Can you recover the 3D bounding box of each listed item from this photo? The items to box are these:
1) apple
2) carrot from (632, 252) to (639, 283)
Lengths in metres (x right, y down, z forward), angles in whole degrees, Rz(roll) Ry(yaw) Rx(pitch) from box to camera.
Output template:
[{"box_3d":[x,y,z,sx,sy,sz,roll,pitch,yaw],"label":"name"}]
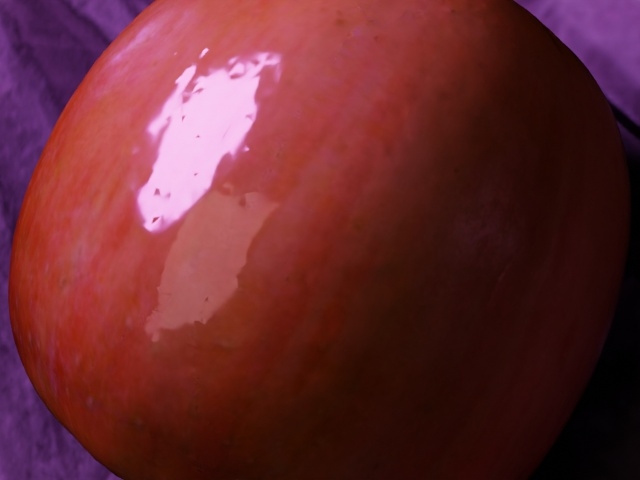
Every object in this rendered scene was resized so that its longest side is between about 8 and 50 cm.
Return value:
[{"box_3d":[0.000,0.000,0.773,0.242,0.242,0.241,33,93,45],"label":"apple"},{"box_3d":[0.177,0.033,0.718,0.165,0.036,0.035,30,105,48],"label":"carrot"}]
